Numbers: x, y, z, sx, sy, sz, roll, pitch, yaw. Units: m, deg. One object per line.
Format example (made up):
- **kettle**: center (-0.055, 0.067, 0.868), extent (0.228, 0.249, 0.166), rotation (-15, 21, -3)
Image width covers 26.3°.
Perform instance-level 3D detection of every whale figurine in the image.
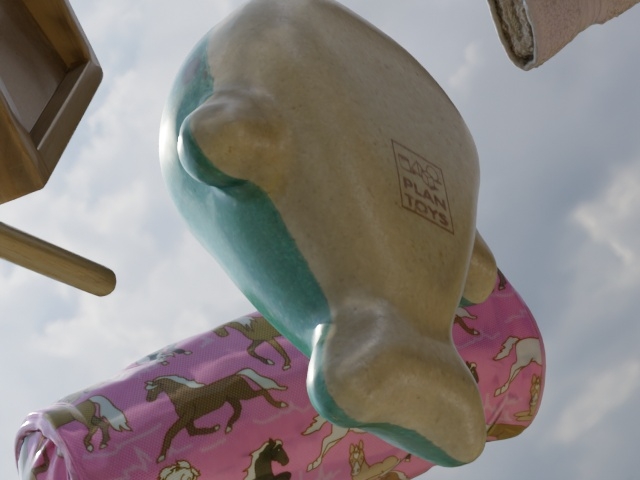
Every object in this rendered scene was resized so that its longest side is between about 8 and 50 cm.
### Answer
- **whale figurine**: center (0.000, 0.000, 0.704), extent (0.141, 0.272, 0.216), rotation (-37, -43, 29)

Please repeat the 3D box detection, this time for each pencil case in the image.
- **pencil case**: center (-0.017, 0.128, 0.960), extent (0.386, 0.160, 0.167), rotation (-22, -19, -29)

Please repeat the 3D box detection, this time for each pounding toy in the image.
- **pounding toy**: center (-0.155, -0.044, 0.516), extent (0.094, 0.206, 0.181), rotation (-19, -66, 12)

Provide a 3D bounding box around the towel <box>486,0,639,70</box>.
- **towel**: center (0.173, -0.292, 1.048), extent (0.187, 0.049, 0.282), rotation (-32, -69, -37)
